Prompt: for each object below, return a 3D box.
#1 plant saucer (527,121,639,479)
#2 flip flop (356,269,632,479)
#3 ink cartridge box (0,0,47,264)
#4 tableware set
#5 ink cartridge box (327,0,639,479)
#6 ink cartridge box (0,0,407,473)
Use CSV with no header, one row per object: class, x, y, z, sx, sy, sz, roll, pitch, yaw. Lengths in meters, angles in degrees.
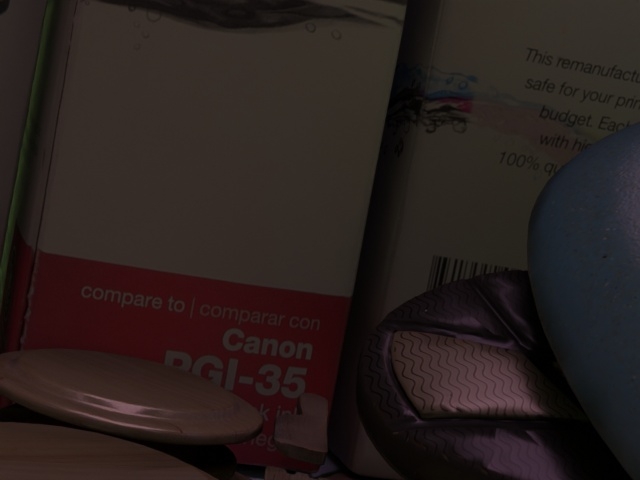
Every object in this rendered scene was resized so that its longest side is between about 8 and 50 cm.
plant saucer,0.211,0.048,0.506,0.317,0.043,0.317,20,30,-12
flip flop,0.138,0.080,0.523,0.277,0.080,0.112,12,32,-23
ink cartridge box,-0.205,-0.118,0.614,0.223,0.307,0.129,17,9,42
tableware set,-0.062,0.066,0.484,0.128,0.039,0.194,12,6,0
ink cartridge box,0.091,-0.030,0.708,0.171,0.232,0.168,10,7,-16
ink cartridge box,-0.045,-0.079,0.671,0.117,0.283,0.207,10,7,-12
